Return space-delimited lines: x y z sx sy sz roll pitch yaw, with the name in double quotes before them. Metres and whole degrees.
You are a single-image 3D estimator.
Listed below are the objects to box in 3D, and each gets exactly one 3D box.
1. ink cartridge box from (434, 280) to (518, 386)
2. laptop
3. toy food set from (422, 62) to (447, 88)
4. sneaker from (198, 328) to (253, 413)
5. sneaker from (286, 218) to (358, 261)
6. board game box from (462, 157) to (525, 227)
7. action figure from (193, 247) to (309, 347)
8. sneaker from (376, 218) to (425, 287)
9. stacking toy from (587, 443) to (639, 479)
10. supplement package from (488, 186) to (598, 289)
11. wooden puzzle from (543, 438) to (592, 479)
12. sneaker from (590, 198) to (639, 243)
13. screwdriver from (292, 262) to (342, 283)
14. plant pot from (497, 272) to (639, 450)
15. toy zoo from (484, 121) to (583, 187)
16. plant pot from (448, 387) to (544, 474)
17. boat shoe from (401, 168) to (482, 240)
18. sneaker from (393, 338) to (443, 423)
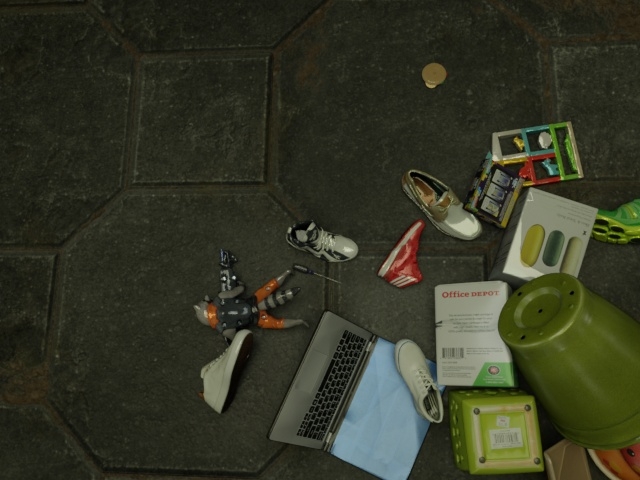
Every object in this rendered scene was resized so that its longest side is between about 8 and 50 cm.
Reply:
"ink cartridge box" 0.449 0.272 1.596 0.211 0.121 0.289 -5 74 27
"laptop" 0.125 0.459 1.579 0.236 0.408 0.381 17 78 42
"toy food set" 0.382 -0.556 1.858 0.083 0.020 0.083 -25 77 0
"sneaker" -0.297 0.377 1.659 0.123 0.106 0.290 28 108 17
"sneaker" 0.000 0.000 1.717 0.235 0.153 0.094 21 82 9
"board game box" 0.529 -0.143 1.691 0.141 0.048 0.170 27 82 -16
"action figure" -0.231 0.167 1.700 0.330 0.178 0.341 -14 81 -8
"sneaker" 0.286 0.051 1.727 0.128 0.087 0.221 36 96 3
"stacking toy" 0.896 0.490 1.364 0.351 0.480 0.350 -1 79 5
"supplement package" 0.646 0.018 1.627 0.199 0.198 0.262 20 81 9
"wooden puzzle" 0.672 0.650 1.498 0.044 0.239 0.220 -17 81 44
"sneaker" 0.929 -0.061 1.678 0.296 0.109 0.123 8 56 9
"screwdriver" -0.009 0.109 1.770 0.170 0.025 0.024 21 81 0
"plant pot" 0.656 0.277 1.425 0.353 0.366 0.366 44 85 -18
"toy zoo" 0.666 -0.265 1.767 0.293 0.030 0.192 -9 78 4
"plant pot" 0.489 0.531 1.538 0.228 0.207 0.227 -4 78 4
"boat shoe" 0.375 -0.109 1.727 0.302 0.103 0.113 38 85 11
"sneaker" 0.292 0.401 1.583 0.094 0.091 0.258 -28 100 -18
